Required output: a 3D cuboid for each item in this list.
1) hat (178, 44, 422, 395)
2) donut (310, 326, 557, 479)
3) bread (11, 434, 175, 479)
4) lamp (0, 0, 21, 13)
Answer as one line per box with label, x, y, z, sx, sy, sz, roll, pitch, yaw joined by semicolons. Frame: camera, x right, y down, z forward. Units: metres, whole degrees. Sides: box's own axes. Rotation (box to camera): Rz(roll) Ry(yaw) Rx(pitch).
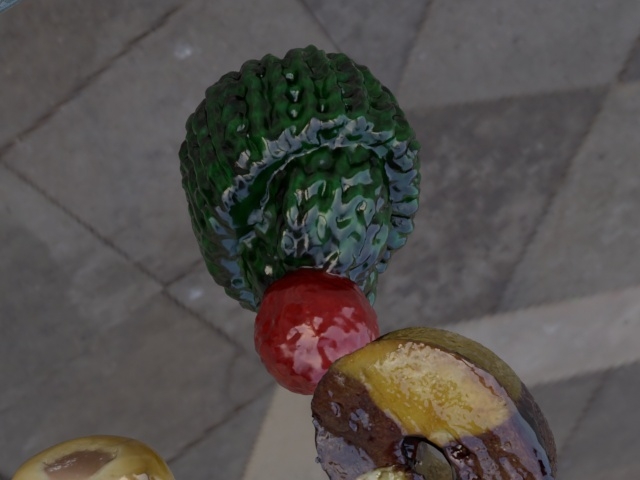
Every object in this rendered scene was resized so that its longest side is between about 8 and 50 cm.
hat;0.000;0.000;1.425;0.242;0.332;0.274;-20;135;5
donut;0.083;0.138;1.029;0.166;0.184;0.073;-42;-179;34
bread;-0.158;0.306;1.218;0.142;0.305;0.091;-6;-165;18
lamp;-0.310;-0.247;0.981;0.269;0.266;0.047;-27;-171;16
